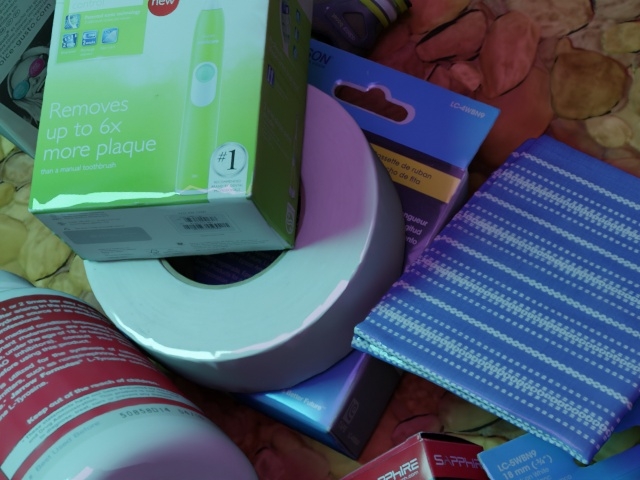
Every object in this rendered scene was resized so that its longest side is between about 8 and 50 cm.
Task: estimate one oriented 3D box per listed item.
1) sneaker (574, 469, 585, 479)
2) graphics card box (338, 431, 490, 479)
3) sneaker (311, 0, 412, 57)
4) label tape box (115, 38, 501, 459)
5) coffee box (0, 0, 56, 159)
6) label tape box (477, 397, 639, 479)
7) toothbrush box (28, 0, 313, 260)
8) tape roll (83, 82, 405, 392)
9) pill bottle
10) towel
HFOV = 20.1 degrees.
[{"bbox_3d":[0.184,0.305,1.549,0.083,0.118,0.222,11,73,21],"label":"sneaker"},{"bbox_3d":[0.080,0.378,1.518,0.233,0.094,0.370,-35,58,32],"label":"graphics card box"},{"bbox_3d":[-0.056,-0.276,1.807,0.300,0.111,0.121,32,89,-12],"label":"sneaker"},{"bbox_3d":[0.000,0.000,1.736,0.249,0.115,0.347,23,75,25],"label":"label tape box"},{"bbox_3d":[-0.364,-0.353,1.867,0.338,0.334,0.338,34,82,26],"label":"coffee box"},{"bbox_3d":[0.316,0.260,1.454,0.241,0.106,0.333,-20,70,-26],"label":"label tape box"},{"bbox_3d":[-0.126,-0.136,1.592,0.206,0.122,0.283,-2,66,17],"label":"toothbrush box"},{"bbox_3d":[-0.070,-0.009,1.643,0.286,0.100,0.286,-7,66,16],"label":"tape roll"},{"bbox_3d":[-0.238,0.182,1.608,0.229,0.229,0.408,-47,39,-5],"label":"pill bottle"},{"bbox_3d":[0.213,0.042,1.611,0.243,0.040,0.336,26,49,23],"label":"towel"}]
